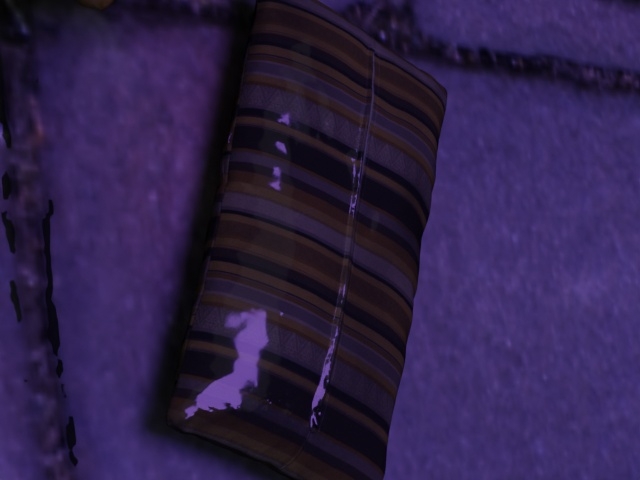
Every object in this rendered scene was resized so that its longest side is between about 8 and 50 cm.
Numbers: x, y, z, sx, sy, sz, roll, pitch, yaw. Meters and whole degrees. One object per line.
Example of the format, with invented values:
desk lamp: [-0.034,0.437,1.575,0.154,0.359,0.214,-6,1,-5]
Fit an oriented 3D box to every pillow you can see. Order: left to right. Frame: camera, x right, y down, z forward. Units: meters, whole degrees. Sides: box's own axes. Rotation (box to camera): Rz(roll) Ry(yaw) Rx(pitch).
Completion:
pillow: [0.000,0.000,0.762,0.113,0.038,0.203,30,57,-35]

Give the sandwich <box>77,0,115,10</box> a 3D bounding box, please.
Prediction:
sandwich: [-0.107,-0.242,0.670,0.254,0.100,0.288,71,-8,-48]
